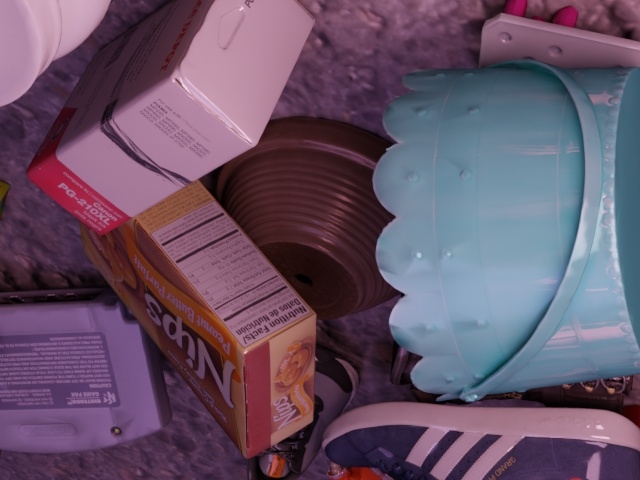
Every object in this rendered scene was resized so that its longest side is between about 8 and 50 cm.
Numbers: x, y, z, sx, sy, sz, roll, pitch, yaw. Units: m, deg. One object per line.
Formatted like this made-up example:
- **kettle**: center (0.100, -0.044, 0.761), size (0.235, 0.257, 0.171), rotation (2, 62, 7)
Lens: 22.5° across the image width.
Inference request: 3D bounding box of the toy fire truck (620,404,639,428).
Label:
- **toy fire truck**: center (0.379, 0.287, 1.615), size (0.169, 0.254, 0.302), rotation (33, 141, -12)

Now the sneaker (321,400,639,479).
- **sneaker**: center (0.154, 0.250, 1.647), size (0.350, 0.148, 0.131), rotation (-3, 161, 30)

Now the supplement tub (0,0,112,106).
- **supplement tub**: center (-0.232, -0.272, 1.198), size (0.228, 0.316, 0.228), rotation (14, 142, 11)

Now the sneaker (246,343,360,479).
- **sneaker**: center (-0.026, 0.207, 1.847), size (0.100, 0.108, 0.271), rotation (22, 141, 4)

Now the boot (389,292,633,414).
- **boot**: center (0.197, 0.121, 1.612), size (0.229, 0.091, 0.263), rotation (4, 166, 17)

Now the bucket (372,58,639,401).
- **bucket**: center (0.172, -0.012, 1.277), size (0.183, 0.281, 0.281), rotation (-5, 135, 23)

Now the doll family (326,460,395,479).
- **doll family**: center (0.112, 0.295, 1.891), size (0.263, 0.118, 0.163), rotation (34, 124, -21)

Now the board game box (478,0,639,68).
- **board game box**: center (0.327, -0.029, 1.428), size (0.390, 0.050, 0.390), rotation (14, 142, 12)

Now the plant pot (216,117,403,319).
- **plant pot**: center (0.000, 0.000, 1.582), size (0.237, 0.109, 0.237), rotation (13, 141, 11)

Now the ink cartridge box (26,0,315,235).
- **ink cartridge box**: center (-0.134, -0.129, 1.440), size (0.100, 0.172, 0.237), rotation (41, 139, -22)

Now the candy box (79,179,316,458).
- **candy box**: center (-0.127, 0.040, 1.577), size (0.316, 0.087, 0.183), rotation (47, 154, 30)

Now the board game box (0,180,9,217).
- **board game box**: center (-0.415, -0.017, 1.824), size (0.092, 0.043, 0.181), rotation (25, 143, -3)

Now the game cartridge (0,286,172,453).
- **game cartridge**: center (-0.324, 0.155, 1.889), size (0.294, 0.060, 0.196), rotation (-3, 108, 16)
